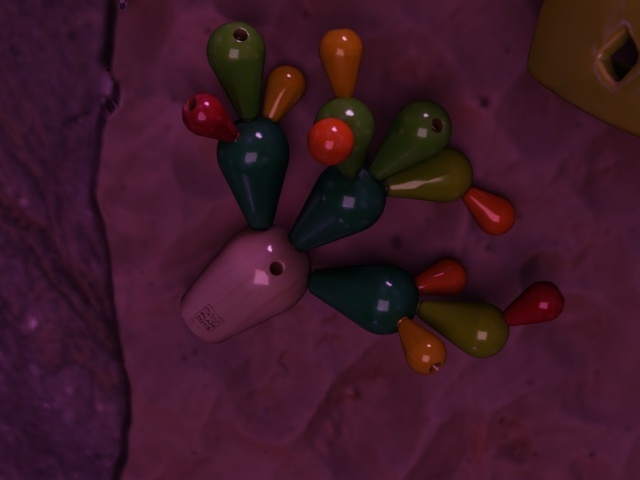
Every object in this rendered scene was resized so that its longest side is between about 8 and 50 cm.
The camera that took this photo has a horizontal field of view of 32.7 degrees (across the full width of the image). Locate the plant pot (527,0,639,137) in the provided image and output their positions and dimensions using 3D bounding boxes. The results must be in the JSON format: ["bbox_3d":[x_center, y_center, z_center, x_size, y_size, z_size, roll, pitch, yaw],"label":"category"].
[{"bbox_3d":[0.242,-0.111,0.393,0.227,0.207,0.228,7,116,-18],"label":"plant pot"}]

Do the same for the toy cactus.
[{"bbox_3d":[0.000,0.000,0.556,0.219,0.112,0.180,42,117,-18],"label":"toy cactus"}]

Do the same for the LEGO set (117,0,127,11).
[{"bbox_3d":[-0.095,-0.148,0.549,0.083,0.023,0.054,42,105,4],"label":"LEGO set"}]
